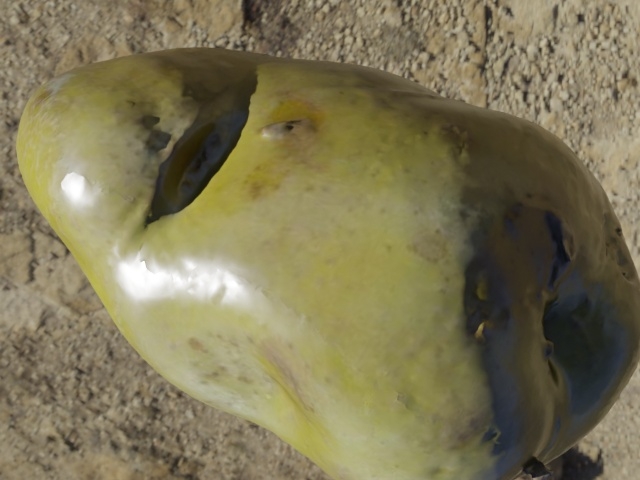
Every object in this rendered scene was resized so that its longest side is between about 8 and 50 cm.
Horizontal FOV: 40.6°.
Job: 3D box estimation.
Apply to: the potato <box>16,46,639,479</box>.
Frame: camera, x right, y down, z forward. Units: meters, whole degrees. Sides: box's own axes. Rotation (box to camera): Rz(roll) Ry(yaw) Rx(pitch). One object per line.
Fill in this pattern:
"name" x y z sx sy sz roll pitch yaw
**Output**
"potato" 0.000 -0.001 0.468 0.351 0.218 0.202 26 141 8
